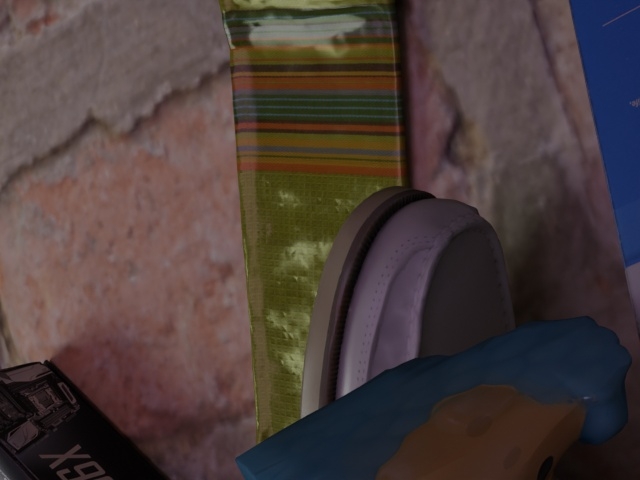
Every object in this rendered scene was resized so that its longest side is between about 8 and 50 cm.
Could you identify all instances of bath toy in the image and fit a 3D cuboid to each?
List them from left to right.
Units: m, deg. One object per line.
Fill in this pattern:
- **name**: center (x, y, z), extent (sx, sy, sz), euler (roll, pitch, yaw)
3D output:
- **bath toy**: center (0.103, 0.193, 0.544), extent (0.348, 0.129, 0.151), euler (64, 171, -23)

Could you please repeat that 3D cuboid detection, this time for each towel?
- **towel**: center (0.000, 0.000, 0.745), extent (0.102, 0.021, 0.237), euler (2, 99, 43)

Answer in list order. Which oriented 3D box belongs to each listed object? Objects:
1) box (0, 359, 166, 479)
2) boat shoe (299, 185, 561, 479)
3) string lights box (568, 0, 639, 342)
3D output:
- **box**: center (-0.118, 0.252, 0.856), extent (0.307, 0.076, 0.242), euler (38, 121, 31)
- **boat shoe**: center (0.064, 0.127, 0.657), extent (0.103, 0.113, 0.302), euler (13, 116, 39)
- **string lights box**: center (0.151, -0.088, 0.506), extent (0.133, 0.077, 0.260), euler (-24, 66, 38)
